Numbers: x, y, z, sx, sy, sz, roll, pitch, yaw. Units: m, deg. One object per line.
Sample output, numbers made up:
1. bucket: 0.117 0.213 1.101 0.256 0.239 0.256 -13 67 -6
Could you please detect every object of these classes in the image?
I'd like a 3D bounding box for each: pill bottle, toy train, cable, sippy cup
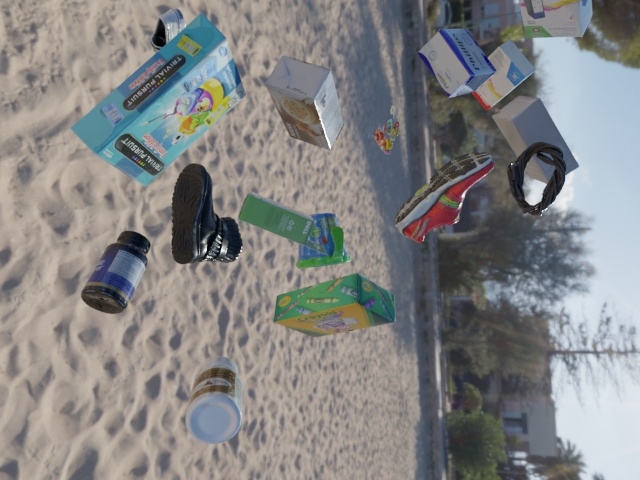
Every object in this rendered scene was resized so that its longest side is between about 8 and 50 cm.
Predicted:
1. pill bottle: -0.265 0.395 1.187 0.229 0.131 0.131 -122 -156 -74
2. pill bottle: -0.558 0.084 1.291 0.123 0.122 0.219 70 23 -47
3. toy train: 0.207 -0.357 1.521 0.166 0.046 0.125 111 -28 -61
4. cable: 0.541 -0.149 1.152 0.047 0.150 0.185 13 64 -30
5. sippy cup: 0.000 0.000 2.028 0.240 0.305 0.224 -1 83 -61

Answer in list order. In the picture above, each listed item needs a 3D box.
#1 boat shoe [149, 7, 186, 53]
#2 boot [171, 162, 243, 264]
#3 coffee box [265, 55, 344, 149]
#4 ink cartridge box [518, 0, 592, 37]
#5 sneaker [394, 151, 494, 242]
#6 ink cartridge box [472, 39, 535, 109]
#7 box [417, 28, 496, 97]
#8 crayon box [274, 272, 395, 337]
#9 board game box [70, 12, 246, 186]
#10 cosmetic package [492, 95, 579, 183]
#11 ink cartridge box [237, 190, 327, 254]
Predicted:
1. boat shoe: -0.529 -0.668 1.568 0.088 0.267 0.096 -34 95 -33
2. boot: -0.379 -0.084 1.605 0.260 0.131 0.348 -5 108 -58
3. coffee box: -0.033 -0.359 1.237 0.098 0.141 0.246 -63 163 -12
4. ink cartridge box: 0.620 -0.650 1.230 0.093 0.154 0.212 -61 140 -12
5. sneaker: 0.309 -0.101 1.125 0.118 0.279 0.107 41 27 -17
6. ink cartridge box: 0.588 -0.545 1.579 0.078 0.231 0.134 -39 88 -30
7. box: 0.307 -0.398 1.034 0.137 0.072 0.126 -27 82 -43
8. crayon box: 0.035 0.177 1.215 0.165 0.278 0.081 31 51 -41
9. board game box: -0.325 -0.284 1.004 0.079 0.336 0.254 45 -5 5
10. cosmetic package: 0.601 -0.282 1.303 0.238 0.107 0.127 52 9 -21
11. ink cartridge box: -0.073 -0.041 1.027 0.109 0.209 0.062 -124 -124 -79
